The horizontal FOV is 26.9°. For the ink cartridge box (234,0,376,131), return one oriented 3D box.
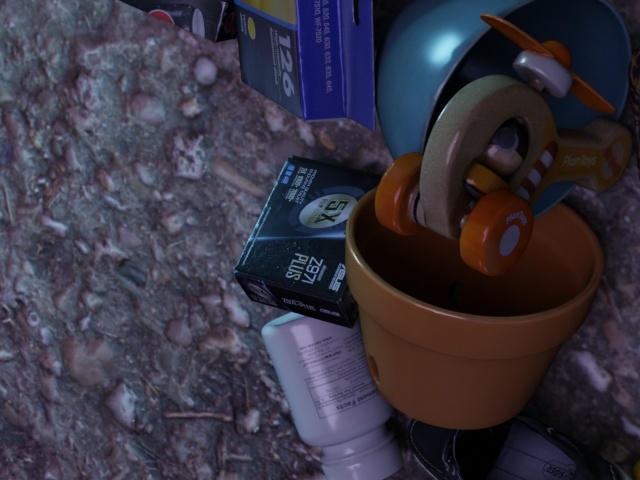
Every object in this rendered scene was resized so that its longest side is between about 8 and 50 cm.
[{"bbox_3d":[-0.030,-0.299,1.536,0.307,0.072,0.304,-139,43,-63],"label":"ink cartridge box"}]

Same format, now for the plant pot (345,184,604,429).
[{"bbox_3d":[0.165,0.080,1.547,0.291,0.291,0.203,20,127,21],"label":"plant pot"}]

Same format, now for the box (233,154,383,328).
[{"bbox_3d":[0.000,0.000,1.652,0.147,0.077,0.180,15,66,23],"label":"box"}]

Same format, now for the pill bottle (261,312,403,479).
[{"bbox_3d":[0.022,0.196,1.716,0.131,0.131,0.229,-18,94,29],"label":"pill bottle"}]

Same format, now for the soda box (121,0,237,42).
[{"bbox_3d":[-0.185,-0.314,1.737,0.169,0.053,0.060,26,113,20],"label":"soda box"}]

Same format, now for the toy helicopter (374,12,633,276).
[{"bbox_3d":[0.224,-0.104,1.377,0.140,0.355,0.235,26,110,36],"label":"toy helicopter"}]

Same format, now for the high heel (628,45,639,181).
[{"bbox_3d":[0.369,-0.091,1.436,0.093,0.186,0.261,2,104,26],"label":"high heel"}]

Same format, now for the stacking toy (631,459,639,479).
[{"bbox_3d":[0.431,0.261,1.534,0.165,0.175,0.302,21,98,18],"label":"stacking toy"}]

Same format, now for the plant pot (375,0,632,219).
[{"bbox_3d":[0.171,-0.178,1.489,0.195,0.290,0.290,42,121,42],"label":"plant pot"}]

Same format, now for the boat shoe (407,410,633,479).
[{"bbox_3d":[0.206,0.253,1.579,0.340,0.113,0.127,23,82,51],"label":"boat shoe"}]
